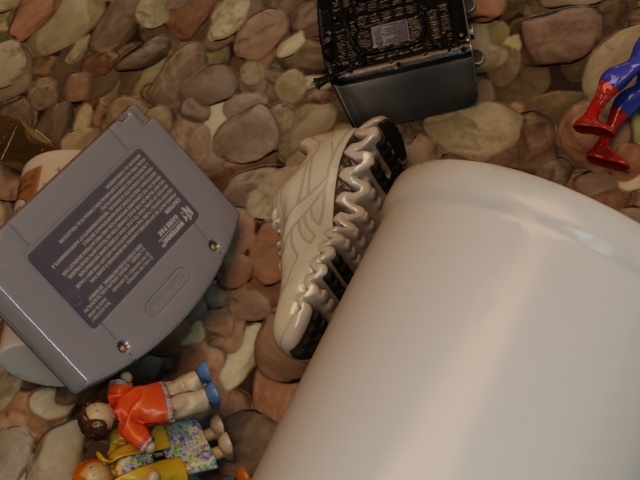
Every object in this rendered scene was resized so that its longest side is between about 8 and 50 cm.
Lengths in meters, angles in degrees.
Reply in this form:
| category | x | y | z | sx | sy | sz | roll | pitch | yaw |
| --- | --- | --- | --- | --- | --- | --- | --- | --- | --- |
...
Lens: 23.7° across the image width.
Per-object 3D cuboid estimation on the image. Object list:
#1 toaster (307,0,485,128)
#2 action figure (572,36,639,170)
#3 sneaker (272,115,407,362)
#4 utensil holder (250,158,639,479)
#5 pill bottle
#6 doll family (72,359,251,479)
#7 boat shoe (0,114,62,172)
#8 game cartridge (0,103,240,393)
| category | x | y | z | sx | sy | sz | roll | pitch | yaw |
| --- | --- | --- | --- | --- | --- | --- | --- | --- | --- |
| toaster | 0.080 | -0.222 | 1.670 | 0.185 | 0.110 | 0.168 | -12 | 56 | 10 |
| action figure | 0.384 | -0.198 | 1.573 | 0.139 | 0.091 | 0.280 | 16 | 66 | 32 |
| sneaker | 0.000 | 0.000 | 1.572 | 0.118 | 0.110 | 0.292 | 0 | 51 | 27 |
| utensil holder | 0.126 | 0.180 | 1.283 | 0.327 | 0.327 | 0.385 | 18 | 68 | 26 |
| pill bottle | -0.270 | 0.030 | 1.614 | 0.131 | 0.131 | 0.229 | -4 | 59 | 15 |
| doll family | -0.149 | 0.248 | 1.455 | 0.163 | 0.118 | 0.263 | -17 | 49 | -15 |
| boat shoe | -0.333 | -0.100 | 1.772 | 0.153 | 0.048 | 0.056 | 24 | 82 | 35 |
| game cartridge | -0.209 | 0.012 | 1.546 | 0.196 | 0.060 | 0.294 | 46 | 47 | -7 |
